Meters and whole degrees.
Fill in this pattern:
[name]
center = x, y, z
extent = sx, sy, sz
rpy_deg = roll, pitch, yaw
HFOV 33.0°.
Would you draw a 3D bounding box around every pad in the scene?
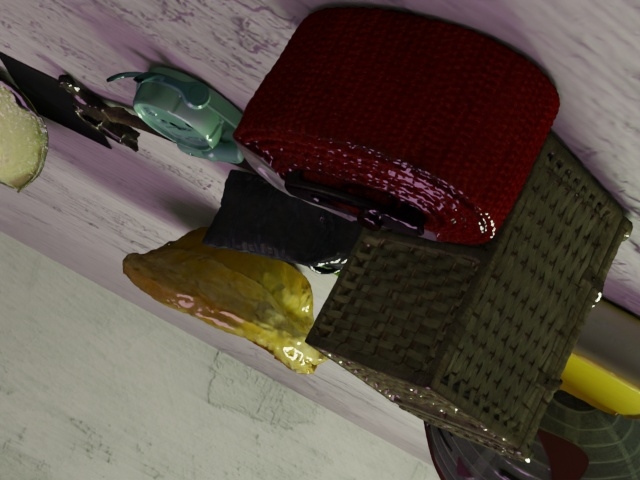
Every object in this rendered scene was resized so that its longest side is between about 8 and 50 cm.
[pad]
center = -0.314, -0.163, 1.286
extent = 0.116, 0.004, 0.193
rpy_deg = 27, 167, 5

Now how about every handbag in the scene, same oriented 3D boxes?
[handbag]
center = 0.000, 0.000, 1.137
extent = 0.270, 0.088, 0.175
rpy_deg = 10, 167, 46

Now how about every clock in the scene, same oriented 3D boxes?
[clock]
center = -0.131, -0.122, 0.998
extent = 0.101, 0.041, 0.135
rpy_deg = 12, 160, 47

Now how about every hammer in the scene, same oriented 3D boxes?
[hammer]
center = -0.144, -0.106, 1.121
extent = 0.297, 0.027, 0.125
rpy_deg = 19, 164, 31

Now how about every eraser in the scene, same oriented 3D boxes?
[eraser]
center = 0.235, 0.096, 1.048
extent = 0.226, 0.069, 0.158
rpy_deg = 29, 164, -3

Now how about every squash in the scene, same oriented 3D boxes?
[squash]
center = -0.412, -0.170, 1.341
extent = 0.192, 0.085, 0.184
rpy_deg = 29, 138, -17

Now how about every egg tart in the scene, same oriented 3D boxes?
[egg tart]
center = -0.117, 0.069, 1.501
extent = 0.319, 0.128, 0.319
rpy_deg = 27, 174, 3

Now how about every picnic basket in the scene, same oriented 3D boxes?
[picnic basket]
center = 0.117, 0.038, 0.783
extent = 0.134, 0.196, 0.154
rpy_deg = 12, 160, 48

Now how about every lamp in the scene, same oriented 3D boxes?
[lamp]
center = 0.248, 0.230, 1.208
extent = 0.265, 0.233, 0.233
rpy_deg = 37, 173, 31

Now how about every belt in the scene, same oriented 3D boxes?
[belt]
center = 0.041, -0.066, 0.700
extent = 0.201, 0.124, 0.128
rpy_deg = 17, 161, 35

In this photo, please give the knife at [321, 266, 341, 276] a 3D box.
[knife]
center = 0.003, 0.038, 1.373
extent = 0.166, 0.022, 0.078
rpy_deg = 20, -171, 26
